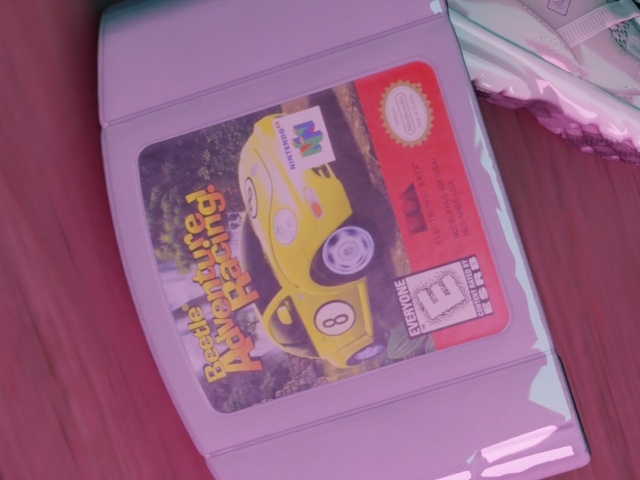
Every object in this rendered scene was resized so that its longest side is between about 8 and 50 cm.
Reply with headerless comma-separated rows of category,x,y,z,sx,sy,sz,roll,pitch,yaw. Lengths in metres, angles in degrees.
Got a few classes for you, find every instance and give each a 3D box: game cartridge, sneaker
game cartridge,0.000,0.000,0.861,0.196,0.060,0.294,-18,89,9
sneaker,0.157,-0.112,0.945,0.281,0.105,0.115,20,89,-22
